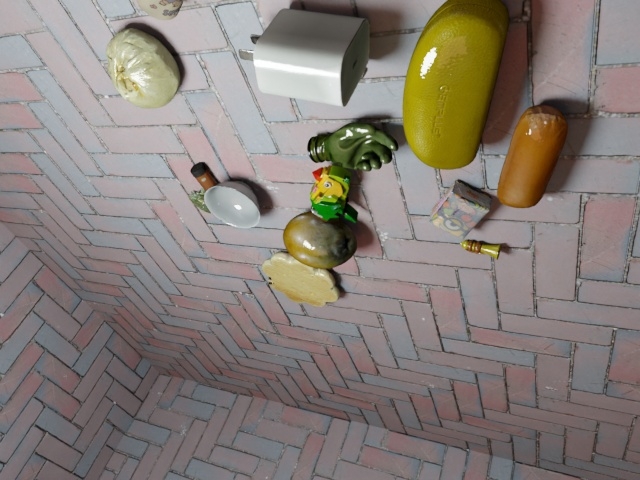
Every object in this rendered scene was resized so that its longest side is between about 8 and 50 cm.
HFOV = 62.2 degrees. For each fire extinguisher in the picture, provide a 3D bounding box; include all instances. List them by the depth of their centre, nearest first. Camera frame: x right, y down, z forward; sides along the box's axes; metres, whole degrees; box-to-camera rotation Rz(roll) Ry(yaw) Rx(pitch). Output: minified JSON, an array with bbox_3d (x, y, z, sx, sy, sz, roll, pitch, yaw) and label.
[{"bbox_3d":[-0.347,-0.171,1.704,0.062,0.050,0.177,-19,132,17],"label":"fire extinguisher"}]

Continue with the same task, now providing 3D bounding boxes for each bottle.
[{"bbox_3d":[-0.308,-0.562,1.106,0.110,0.097,0.209,35,145,-15],"label":"bottle"}]

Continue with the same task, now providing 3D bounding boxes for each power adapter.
[{"bbox_3d":[-0.043,-0.387,1.101,0.256,0.187,0.124,15,144,15],"label":"power adapter"}]

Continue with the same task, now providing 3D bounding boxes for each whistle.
[{"bbox_3d":[0.451,0.020,1.492,0.109,0.057,0.046,14,101,30],"label":"whistle"}]

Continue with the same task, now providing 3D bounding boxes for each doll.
[{"bbox_3d":[0.038,-0.130,1.470,0.135,0.106,0.186,10,144,11],"label":"doll"}]

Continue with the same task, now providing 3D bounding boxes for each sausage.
[{"bbox_3d":[0.458,-0.174,1.158,0.105,0.105,0.274,14,145,15],"label":"sausage"}]

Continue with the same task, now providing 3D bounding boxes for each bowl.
[{"bbox_3d":[-0.264,-0.131,1.672,0.189,0.085,0.189,14,143,11],"label":"bowl"}]

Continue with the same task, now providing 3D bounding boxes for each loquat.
[{"bbox_3d":[0.000,0.000,1.615,0.228,0.179,0.179,18,146,17],"label":"loquat"}]

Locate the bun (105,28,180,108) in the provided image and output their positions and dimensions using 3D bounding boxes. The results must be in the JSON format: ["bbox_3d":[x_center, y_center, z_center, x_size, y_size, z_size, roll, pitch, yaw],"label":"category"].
[{"bbox_3d":[-0.468,-0.426,1.364,0.223,0.127,0.222,18,148,12],"label":"bun"}]

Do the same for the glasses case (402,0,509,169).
[{"bbox_3d":[0.259,-0.299,1.075,0.174,0.141,0.371,15,145,15],"label":"glasses case"}]

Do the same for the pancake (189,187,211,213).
[{"bbox_3d":[-0.385,-0.131,1.803,0.130,0.022,0.116,-8,137,38],"label":"pancake"}]

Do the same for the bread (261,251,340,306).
[{"bbox_3d":[-0.074,0.143,1.953,0.316,0.054,0.316,17,145,13],"label":"bread"}]

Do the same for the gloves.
[{"bbox_3d":[0.082,-0.230,1.312,0.268,0.107,0.135,15,141,44],"label":"gloves"}]

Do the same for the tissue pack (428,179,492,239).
[{"bbox_3d":[0.361,-0.077,1.382,0.109,0.060,0.148,24,147,-2],"label":"tissue pack"}]
